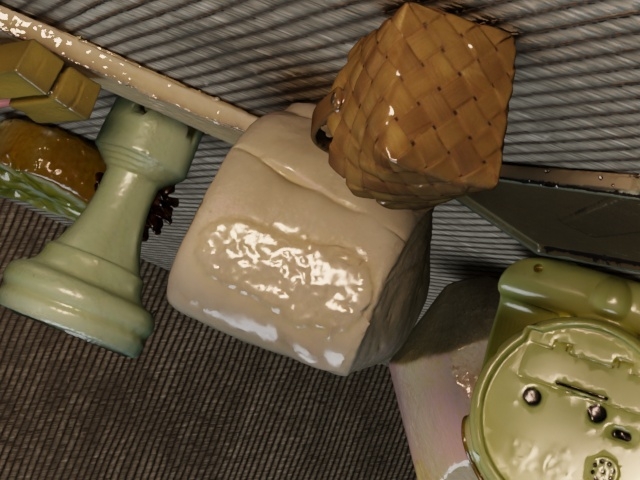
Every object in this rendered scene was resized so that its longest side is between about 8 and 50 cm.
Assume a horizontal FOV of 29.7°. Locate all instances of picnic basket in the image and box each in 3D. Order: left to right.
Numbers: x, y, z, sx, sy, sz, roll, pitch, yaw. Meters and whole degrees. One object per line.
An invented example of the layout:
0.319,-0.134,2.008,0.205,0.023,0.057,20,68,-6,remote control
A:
0.063,-0.090,0.901,0.128,0.137,0.178,13,168,-13,picnic basket

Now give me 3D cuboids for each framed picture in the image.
0.279,-0.016,1.207,0.247,0.022,0.335,30,168,-39,framed picture

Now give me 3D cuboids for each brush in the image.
-0.358,-0.174,1.366,0.233,0.047,0.103,2,155,45,brush

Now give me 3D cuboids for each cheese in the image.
-0.223,-0.183,1.345,0.400,0.034,0.085,23,173,-9,cheese

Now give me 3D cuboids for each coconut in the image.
0.249,0.203,1.729,0.297,0.309,0.297,-15,-178,0,coconut

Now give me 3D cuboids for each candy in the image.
-0.429,-0.106,1.980,0.260,0.118,0.260,19,168,4,candy

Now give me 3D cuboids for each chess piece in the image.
-0.255,-0.023,1.490,0.194,0.299,0.194,21,171,3,chess piece

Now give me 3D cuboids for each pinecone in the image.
-0.281,-0.066,1.861,0.121,0.140,0.140,-7,161,18,pinecone

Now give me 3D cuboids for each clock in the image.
0.308,0.212,1.434,0.286,0.348,0.117,16,170,25,clock

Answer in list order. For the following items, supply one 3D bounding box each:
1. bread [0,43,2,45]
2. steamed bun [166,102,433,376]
-0.361,-0.206,1.409,0.103,0.062,0.049,20,-178,7,bread
0.002,-0.003,1.237,0.247,0.236,0.383,25,-179,8,steamed bun
